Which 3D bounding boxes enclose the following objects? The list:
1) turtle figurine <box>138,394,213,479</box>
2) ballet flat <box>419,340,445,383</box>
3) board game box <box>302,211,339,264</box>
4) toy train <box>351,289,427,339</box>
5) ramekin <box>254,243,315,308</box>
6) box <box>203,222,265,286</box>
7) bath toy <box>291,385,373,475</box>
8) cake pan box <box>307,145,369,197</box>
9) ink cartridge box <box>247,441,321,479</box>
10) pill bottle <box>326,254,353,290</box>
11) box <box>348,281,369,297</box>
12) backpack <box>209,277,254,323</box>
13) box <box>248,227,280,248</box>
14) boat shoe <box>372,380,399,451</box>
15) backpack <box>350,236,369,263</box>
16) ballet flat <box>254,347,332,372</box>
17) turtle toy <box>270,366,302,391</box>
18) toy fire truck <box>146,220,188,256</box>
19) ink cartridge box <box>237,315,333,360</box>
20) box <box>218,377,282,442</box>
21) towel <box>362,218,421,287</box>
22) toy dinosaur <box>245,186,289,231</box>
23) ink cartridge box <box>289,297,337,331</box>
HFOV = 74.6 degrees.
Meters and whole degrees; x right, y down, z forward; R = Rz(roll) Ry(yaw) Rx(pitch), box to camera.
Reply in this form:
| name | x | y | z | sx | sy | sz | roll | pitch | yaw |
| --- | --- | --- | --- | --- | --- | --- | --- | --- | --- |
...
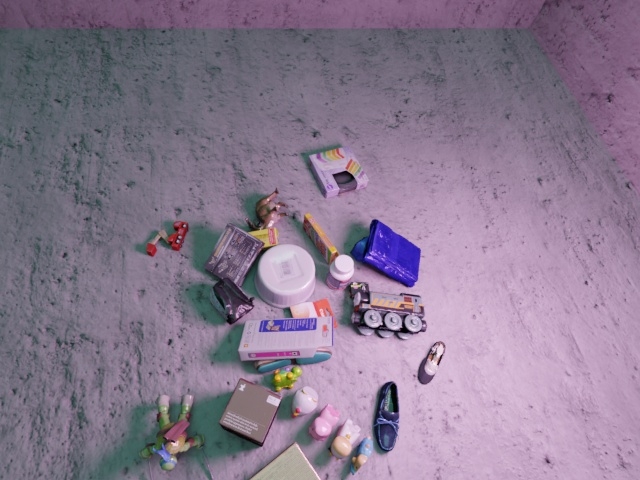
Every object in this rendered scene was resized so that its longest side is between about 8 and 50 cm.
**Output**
| name | x | y | z | sx | sy | sz | roll | pitch | yaw |
| --- | --- | --- | --- | --- | --- | --- | --- | --- | --- |
| turtle figurine | -0.528 | 0.709 | 1.500 | 0.198 | 0.274 | 0.266 | -20 | 42 | 6 |
| ballet flat | 0.477 | 0.509 | 1.775 | 0.074 | 0.074 | 0.203 | 32 | 61 | 10 |
| board game box | 0.000 | 0.000 | 1.964 | 0.039 | 0.124 | 0.259 | -30 | 69 | -21 |
| toy train | 0.297 | 0.315 | 1.821 | 0.335 | 0.142 | 0.190 | 8 | 56 | -7 |
| ramekin | -0.152 | 0.148 | 1.852 | 0.278 | 0.135 | 0.276 | 4 | 60 | -7 |
| box | -0.380 | 0.066 | 1.850 | 0.183 | 0.056 | 0.230 | 29 | 92 | 10 |
| bath toy | 0.024 | 0.704 | 1.574 | 0.348 | 0.151 | 0.129 | 38 | 98 | 14 |
| cake pan box | 0.093 | -0.361 | 2.217 | 0.246 | 0.070 | 0.266 | -17 | 65 | -15 |
| ink cartridge box | -0.127 | 0.867 | 1.474 | 0.235 | 0.088 | 0.193 | -31 | 70 | -23 |
| pill bottle | 0.090 | 0.141 | 1.864 | 0.108 | 0.180 | 0.107 | 3 | 61 | -6 |
| box | 0.174 | 0.225 | 1.903 | 0.084 | 0.052 | 0.062 | 1 | 60 | -9 |
| backpack | -0.386 | 0.251 | 1.767 | 0.182 | 0.115 | 0.152 | 49 | 46 | 6 |
| box | -0.305 | 0.007 | 1.905 | 0.233 | 0.058 | 0.087 | -9 | 76 | 7 |
| boat shoe | 0.257 | 0.677 | 1.636 | 0.109 | 0.089 | 0.258 | 5 | 60 | -5 |
| backpack | 0.213 | 0.042 | 1.973 | 0.098 | 0.120 | 0.101 | -36 | 71 | -25 |
| ballet flat | -0.113 | 0.451 | 1.708 | 0.317 | 0.107 | 0.106 | -6 | 48 | -12 |
| turtle toy | -0.134 | 0.540 | 1.665 | 0.131 | 0.095 | 0.066 | -9 | 41 | -14 |
| toy fire truck | -0.695 | -0.010 | 1.915 | 0.136 | 0.047 | 0.191 | 12 | 59 | 0 |
| ink cartridge box | -0.131 | 0.387 | 1.679 | 0.372 | 0.069 | 0.175 | -5 | 30 | 4 |
| box | -0.251 | 0.627 | 1.526 | 0.169 | 0.203 | 0.166 | 22 | 60 | 5 |
| towel | 0.342 | 0.057 | 1.934 | 0.308 | 0.076 | 0.227 | 31 | 58 | -24 |
| toy dinosaur | -0.268 | -0.133 | 2.013 | 0.201 | 0.127 | 0.295 | -23 | 45 | 15 |
| ink cartridge box | -0.029 | 0.333 | 1.816 | 0.180 | 0.045 | 0.145 | -16 | 67 | -13 |
